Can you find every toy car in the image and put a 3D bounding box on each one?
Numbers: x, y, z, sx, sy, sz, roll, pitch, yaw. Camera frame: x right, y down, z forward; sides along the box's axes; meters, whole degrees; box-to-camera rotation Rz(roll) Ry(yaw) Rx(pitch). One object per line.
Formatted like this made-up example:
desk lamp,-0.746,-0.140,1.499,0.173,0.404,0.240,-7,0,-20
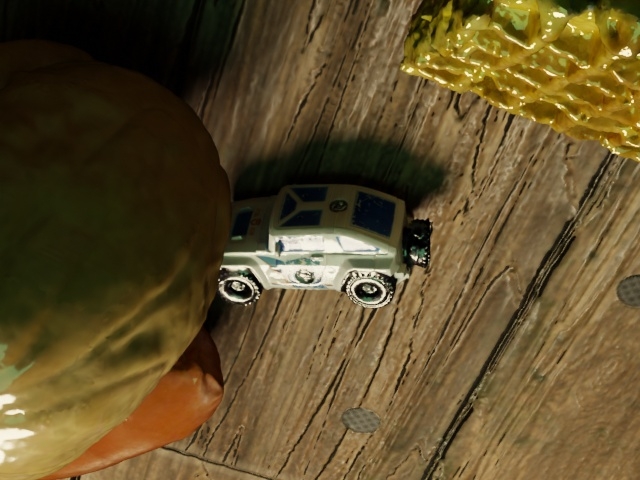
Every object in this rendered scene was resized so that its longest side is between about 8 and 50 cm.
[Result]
toy car,0.000,0.000,1.003,0.170,0.080,0.070,0,133,13

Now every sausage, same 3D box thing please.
sausage,-0.195,0.134,1.150,0.258,0.133,0.133,-22,125,25

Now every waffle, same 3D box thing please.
waffle,0.177,-0.106,0.793,0.229,0.057,0.219,20,174,-7

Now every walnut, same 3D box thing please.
walnut,-0.200,0.004,0.894,0.252,0.313,0.277,41,137,-11
